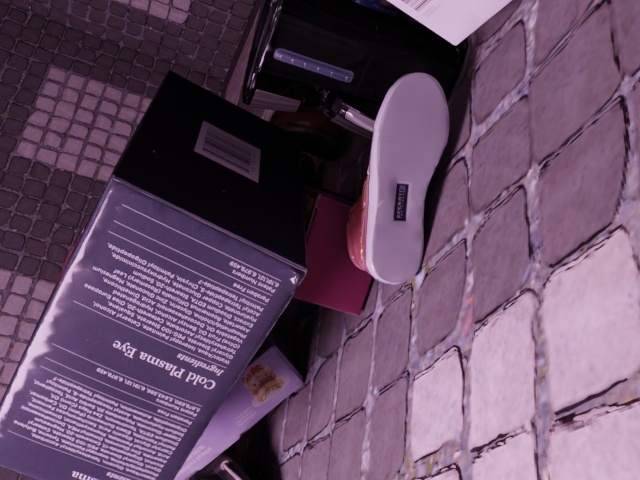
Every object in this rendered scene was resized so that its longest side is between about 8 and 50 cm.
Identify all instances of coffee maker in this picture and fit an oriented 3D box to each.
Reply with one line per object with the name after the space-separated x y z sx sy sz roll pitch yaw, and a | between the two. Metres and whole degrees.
0.031 -0.183 0.692 0.120 0.178 0.171 -132 60 -72 | coffee maker

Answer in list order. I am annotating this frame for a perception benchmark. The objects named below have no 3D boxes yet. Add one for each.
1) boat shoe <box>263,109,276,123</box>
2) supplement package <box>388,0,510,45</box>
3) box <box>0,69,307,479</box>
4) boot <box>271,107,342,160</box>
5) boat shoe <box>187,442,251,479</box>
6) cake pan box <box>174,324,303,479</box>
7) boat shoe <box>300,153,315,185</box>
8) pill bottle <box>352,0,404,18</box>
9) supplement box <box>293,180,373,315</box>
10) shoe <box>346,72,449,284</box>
-0.067 -0.183 1.264 0.095 0.079 0.255 156 132 -74 | boat shoe
0.108 -0.309 0.591 0.133 0.139 0.244 -33 39 48 | supplement package
-0.168 0.035 0.778 0.313 0.178 0.343 -58 16 21 | box
0.026 -0.258 1.055 0.281 0.096 0.264 -64 8 5 | boot
-0.120 0.306 0.926 0.335 0.095 0.112 -165 56 -79 | boat shoe
-0.158 0.199 0.947 0.266 0.070 0.246 -39 14 -1 | cake pan box
-0.024 -0.043 1.024 0.064 0.075 0.206 -10 46 25 | boat shoe
0.062 -0.271 0.903 0.120 0.067 0.067 121 160 -44 | pill bottle
0.000 0.000 0.797 0.188 0.080 0.104 -138 67 -75 | supplement box
0.060 -0.054 0.647 0.081 0.063 0.178 -160 77 -73 | shoe
